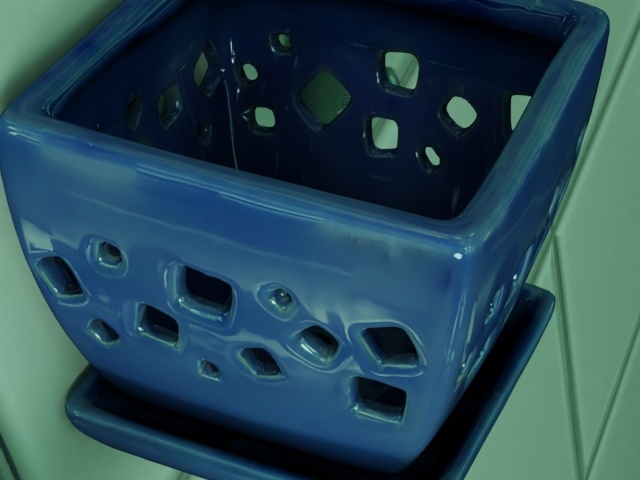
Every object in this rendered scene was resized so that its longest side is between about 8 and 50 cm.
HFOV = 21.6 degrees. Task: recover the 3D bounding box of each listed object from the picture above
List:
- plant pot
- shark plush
[{"bbox_3d":[0.000,0.000,0.842,0.236,0.236,0.212,-53,150,-49],"label":"plant pot"},{"bbox_3d":[0.003,-0.118,1.033,0.067,0.073,0.161,-37,144,-19],"label":"shark plush"}]
